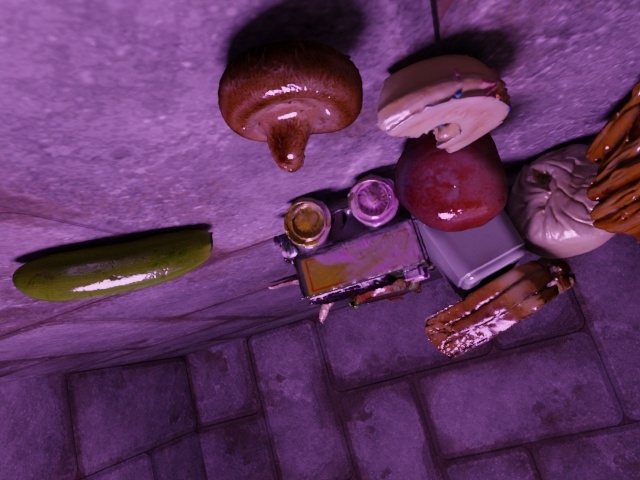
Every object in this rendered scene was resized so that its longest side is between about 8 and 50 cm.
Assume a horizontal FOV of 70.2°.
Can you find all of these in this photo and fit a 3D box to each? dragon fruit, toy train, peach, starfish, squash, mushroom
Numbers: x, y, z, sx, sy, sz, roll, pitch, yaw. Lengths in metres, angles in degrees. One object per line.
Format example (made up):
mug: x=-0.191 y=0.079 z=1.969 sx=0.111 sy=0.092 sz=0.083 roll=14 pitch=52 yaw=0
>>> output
dragon fruit: x=0.227 y=0.164 z=1.685 sx=0.296 sy=0.129 sz=0.268 roll=-20 pitch=166 yaw=19
toy train: x=0.056 y=0.002 z=0.757 sx=0.261 sy=0.177 sz=0.134 roll=-18 pitch=167 yaw=14
peach: x=0.175 y=-0.085 z=0.642 sx=0.152 sy=0.151 sz=0.152 roll=-15 pitch=166 yaw=-4
starfish: x=0.086 y=0.122 z=1.384 sx=0.384 sy=0.132 sz=0.398 roll=-18 pitch=-179 yaw=38
squash: x=-0.308 y=0.041 z=0.705 sx=0.293 sy=0.082 sz=0.082 roll=-11 pitch=166 yaw=-18
mushroom: x=-0.026 y=-0.120 z=0.385 sx=0.126 sy=0.084 sz=0.109 roll=-4 pitch=140 yaw=16

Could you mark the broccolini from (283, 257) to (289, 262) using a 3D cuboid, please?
broccolini: x=0.006 y=0.005 z=0.980 sx=0.254 sy=0.058 sz=0.071 roll=-29 pitch=-156 yaw=52

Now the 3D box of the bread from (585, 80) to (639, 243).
bread: x=0.569 y=-0.170 z=0.644 sx=0.370 sy=0.191 sz=0.314 roll=-26 pitch=162 yaw=-9

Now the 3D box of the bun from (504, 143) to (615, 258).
bun: x=0.449 y=-0.081 z=0.851 sx=0.145 sy=0.229 sz=0.229 roll=38 pitch=139 yaw=-21

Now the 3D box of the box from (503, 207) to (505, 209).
box: x=0.477 y=-0.050 z=1.103 sx=0.135 sy=0.150 sz=0.151 roll=-15 pitch=170 yaw=38

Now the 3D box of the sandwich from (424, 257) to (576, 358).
sandwich: x=0.376 y=0.126 z=0.927 sx=0.273 sy=0.095 sz=0.249 roll=-8 pitch=152 yaw=-48

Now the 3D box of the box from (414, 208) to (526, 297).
box: x=0.295 y=0.004 z=0.926 sx=0.175 sy=0.182 sz=0.312 roll=-30 pitch=162 yaw=6

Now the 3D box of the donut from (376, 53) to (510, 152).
donut: x=0.138 y=-0.149 z=0.484 sx=0.108 sy=0.065 sz=0.166 roll=-27 pitch=162 yaw=37
